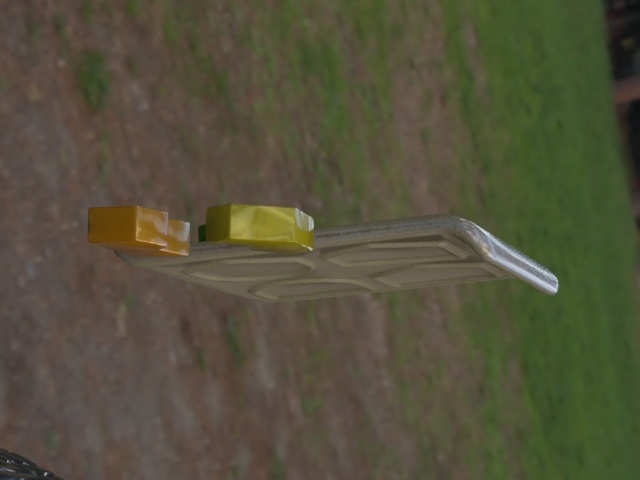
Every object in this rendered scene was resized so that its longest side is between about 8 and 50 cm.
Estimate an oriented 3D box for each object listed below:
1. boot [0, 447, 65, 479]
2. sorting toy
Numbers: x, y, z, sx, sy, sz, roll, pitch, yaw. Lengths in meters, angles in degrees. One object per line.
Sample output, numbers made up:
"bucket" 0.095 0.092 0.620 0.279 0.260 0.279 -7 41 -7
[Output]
"boot" -0.240 0.185 0.839 0.338 0.118 0.222 12 -95 66
"sorting toy" 0.000 0.000 1.021 0.307 0.229 0.041 24 66 -69
